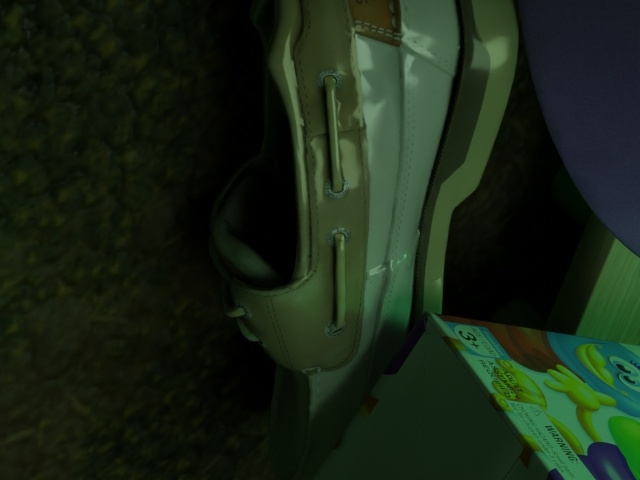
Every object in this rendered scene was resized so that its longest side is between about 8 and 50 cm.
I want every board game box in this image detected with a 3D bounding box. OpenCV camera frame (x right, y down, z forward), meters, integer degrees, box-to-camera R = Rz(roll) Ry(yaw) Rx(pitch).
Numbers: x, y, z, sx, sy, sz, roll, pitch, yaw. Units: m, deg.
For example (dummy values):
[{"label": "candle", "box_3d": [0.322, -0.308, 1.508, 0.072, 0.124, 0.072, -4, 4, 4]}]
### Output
[{"label": "board game box", "box_3d": [0.145, 0.144, 0.805, 0.275, 0.142, 0.144, 11, 121, -39]}]

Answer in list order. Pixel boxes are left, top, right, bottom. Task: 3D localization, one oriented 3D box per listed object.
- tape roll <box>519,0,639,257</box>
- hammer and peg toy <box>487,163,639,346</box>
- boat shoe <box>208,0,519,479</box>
[{"label": "tape roll", "box_3d": [0.210, -0.115, 0.740, 0.275, 0.090, 0.275, 0, 90, -39]}, {"label": "hammer and peg toy", "box_3d": [0.224, 0.036, 0.992, 0.266, 0.127, 0.361, -10, 129, -38]}, {"label": "boat shoe", "box_3d": [0.000, 0.000, 0.782, 0.103, 0.113, 0.302, -1, 125, -18]}]
